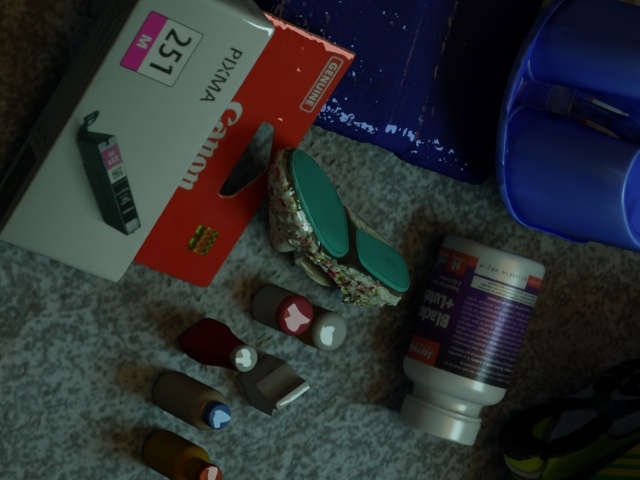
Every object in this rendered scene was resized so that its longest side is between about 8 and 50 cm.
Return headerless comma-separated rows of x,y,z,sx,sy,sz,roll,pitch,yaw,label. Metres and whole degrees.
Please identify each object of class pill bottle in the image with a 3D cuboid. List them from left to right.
0.144,0.099,1.854,0.108,0.108,0.193,18,90,-33,pill bottle

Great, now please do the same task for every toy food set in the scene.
-0.062,0.127,1.732,0.232,0.104,0.111,-34,116,-22,toy food set

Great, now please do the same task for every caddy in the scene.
0.289,-0.111,1.837,0.341,0.179,0.241,16,93,-58,caddy

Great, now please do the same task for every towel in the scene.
0.062,-0.199,1.766,0.308,0.076,0.227,17,87,-35,towel

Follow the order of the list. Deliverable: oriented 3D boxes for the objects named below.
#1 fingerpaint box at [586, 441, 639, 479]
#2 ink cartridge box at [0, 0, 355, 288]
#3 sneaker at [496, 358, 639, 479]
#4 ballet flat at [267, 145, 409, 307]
0.464,0.286,1.910,0.445,0.371,0.163,3,56,-39,fingerpaint box
-0.121,-0.084,1.624,0.239,0.060,0.275,22,110,-32,ink cartridge box
0.315,0.216,2.002,0.300,0.111,0.121,-17,123,-25,sneaker
0.000,0.000,1.734,0.241,0.077,0.091,46,36,-45,ballet flat
